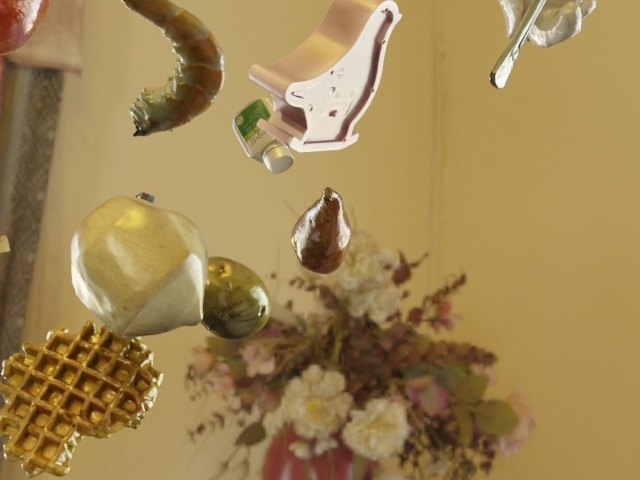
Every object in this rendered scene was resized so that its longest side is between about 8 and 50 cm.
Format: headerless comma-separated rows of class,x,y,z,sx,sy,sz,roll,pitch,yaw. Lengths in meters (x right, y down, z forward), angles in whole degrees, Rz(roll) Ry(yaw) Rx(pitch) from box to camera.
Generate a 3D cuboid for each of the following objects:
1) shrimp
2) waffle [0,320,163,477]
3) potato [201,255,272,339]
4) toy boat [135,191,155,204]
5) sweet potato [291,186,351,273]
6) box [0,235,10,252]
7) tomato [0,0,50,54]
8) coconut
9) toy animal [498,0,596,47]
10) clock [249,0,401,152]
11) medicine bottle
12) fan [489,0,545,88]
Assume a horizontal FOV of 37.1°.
shrimp,-0.253,-0.301,1.599,0.185,0.068,0.287,-4,-47,6
waffle,-0.366,0.236,1.454,0.253,0.249,0.056,-7,-32,-6
potato,-0.203,0.129,2.076,0.197,0.148,0.228,25,-28,1
toy boat,-0.375,-0.039,2.001,0.060,0.137,0.061,-25,-53,31
sweet potato,0.001,0.000,1.726,0.112,0.112,0.359,2,-25,-3
box,-0.541,0.019,1.308,0.198,0.029,0.109,-6,2,-2
tomato,-0.630,-0.466,1.805,0.232,0.232,0.188,-4,-24,16
coconut,-0.256,0.043,1.399,0.224,0.224,0.224,1,-15,0
toy animal,0.401,-0.522,1.815,0.265,0.271,0.206,49,-33,-18
clock,0.001,-0.276,1.542,0.080,0.275,0.290,32,25,23
medicine bottle,-0.129,-0.247,2.270,0.119,0.183,0.069,-36,-28,15
fan,0.335,-0.365,1.484,0.023,0.282,0.057,27,0,31
